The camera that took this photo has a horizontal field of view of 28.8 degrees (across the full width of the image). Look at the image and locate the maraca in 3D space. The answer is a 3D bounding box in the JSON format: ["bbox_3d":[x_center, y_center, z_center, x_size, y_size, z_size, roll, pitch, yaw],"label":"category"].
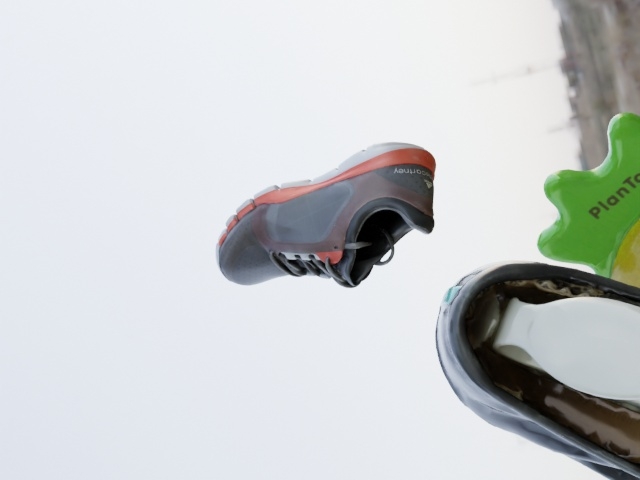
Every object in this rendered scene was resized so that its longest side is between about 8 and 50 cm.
[{"bbox_3d":[0.191,0.007,0.611,0.185,0.127,0.099,35,-156,-22],"label":"maraca"}]

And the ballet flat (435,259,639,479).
[{"bbox_3d":[0.167,0.076,0.459,0.095,0.280,0.096,-69,-21,-10],"label":"ballet flat"}]

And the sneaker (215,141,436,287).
[{"bbox_3d":[0.000,0.000,0.726,0.061,0.158,0.065,24,-132,-43],"label":"sneaker"}]
